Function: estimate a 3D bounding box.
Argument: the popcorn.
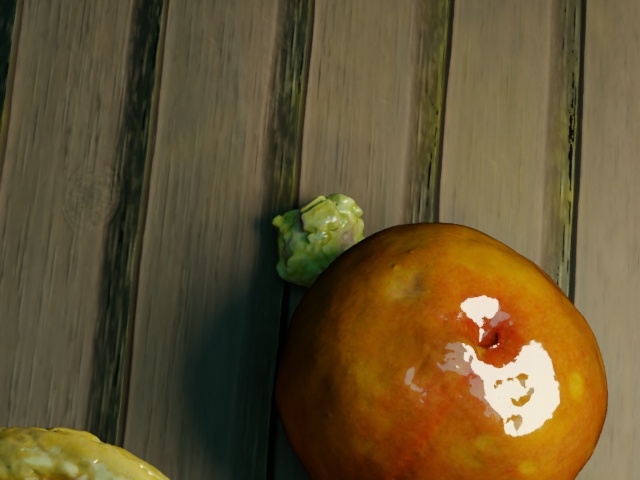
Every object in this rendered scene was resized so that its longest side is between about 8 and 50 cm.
[{"bbox_3d":[0.000,0.002,1.817,0.097,0.089,0.109,34,78,-36],"label":"popcorn"}]

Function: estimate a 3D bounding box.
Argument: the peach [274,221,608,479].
[{"bbox_3d":[0.123,0.145,1.679,0.342,0.302,0.343,3,75,-9],"label":"peach"}]

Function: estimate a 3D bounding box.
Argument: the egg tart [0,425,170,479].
[{"bbox_3d":[-0.283,0.408,1.590,0.443,0.178,0.443,2,77,-10],"label":"egg tart"}]
